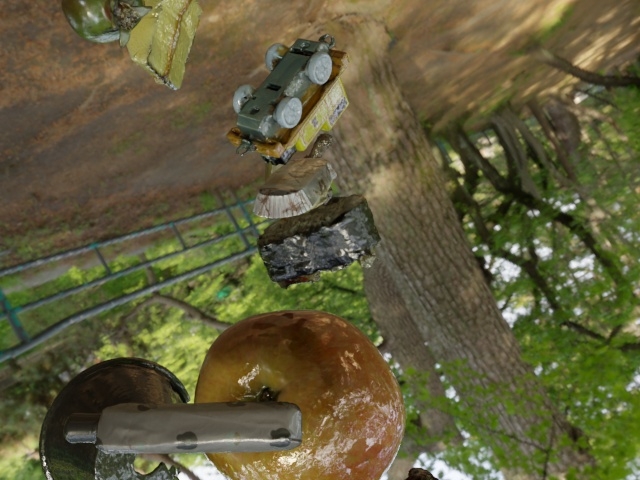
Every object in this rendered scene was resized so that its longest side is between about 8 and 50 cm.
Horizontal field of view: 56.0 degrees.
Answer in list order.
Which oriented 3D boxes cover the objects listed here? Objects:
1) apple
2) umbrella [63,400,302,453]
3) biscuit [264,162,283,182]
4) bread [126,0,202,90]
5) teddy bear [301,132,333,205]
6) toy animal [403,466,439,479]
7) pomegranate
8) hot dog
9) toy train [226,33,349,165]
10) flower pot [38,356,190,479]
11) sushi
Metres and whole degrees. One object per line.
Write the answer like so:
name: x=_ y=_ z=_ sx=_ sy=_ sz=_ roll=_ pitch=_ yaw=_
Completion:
apple: x=-0.046 y=0.313 z=1.137 sx=0.392 sy=0.391 sz=0.346 roll=-33 pitch=155 yaw=13
umbrella: x=-0.195 y=0.268 z=0.864 sx=0.338 sy=0.073 sz=0.067 roll=-1 pitch=145 yaw=0
biscuit: x=-0.133 y=-0.305 z=1.774 sx=0.062 sy=0.236 sz=0.290 roll=0 pitch=140 yaw=-7
bread: x=-0.410 y=-0.552 z=1.625 sx=0.199 sy=0.235 sz=0.263 roll=-14 pitch=176 yaw=7
teddy bear: x=-0.013 y=-0.140 z=1.256 sx=0.078 sy=0.160 sz=0.119 roll=0 pitch=-164 yaw=1
toy animal: x=0.210 y=0.448 z=0.971 sx=0.188 sy=0.089 sz=0.179 roll=-1 pitch=-145 yaw=9
pomegranate: x=-0.393 y=-0.438 z=1.137 sx=0.152 sy=0.191 sz=0.131 roll=-51 pitch=141 yaw=-12
hot dog: x=-0.036 y=-0.073 z=0.865 sx=0.099 sy=0.053 sz=0.192 roll=-1 pitch=-155 yaw=15
toy train: x=-0.035 y=-0.179 z=0.802 sx=0.219 sy=0.089 sz=0.127 roll=-57 pitch=147 yaw=-19
flower pot: x=-0.443 y=0.474 z=1.385 sx=0.379 sy=0.379 sz=0.251 roll=-31 pitch=-165 yaw=-26
sushi: x=0.000 y=0.000 z=1.053 sx=0.213 sy=0.114 sz=0.147 roll=-21 pitch=-158 yaw=19
